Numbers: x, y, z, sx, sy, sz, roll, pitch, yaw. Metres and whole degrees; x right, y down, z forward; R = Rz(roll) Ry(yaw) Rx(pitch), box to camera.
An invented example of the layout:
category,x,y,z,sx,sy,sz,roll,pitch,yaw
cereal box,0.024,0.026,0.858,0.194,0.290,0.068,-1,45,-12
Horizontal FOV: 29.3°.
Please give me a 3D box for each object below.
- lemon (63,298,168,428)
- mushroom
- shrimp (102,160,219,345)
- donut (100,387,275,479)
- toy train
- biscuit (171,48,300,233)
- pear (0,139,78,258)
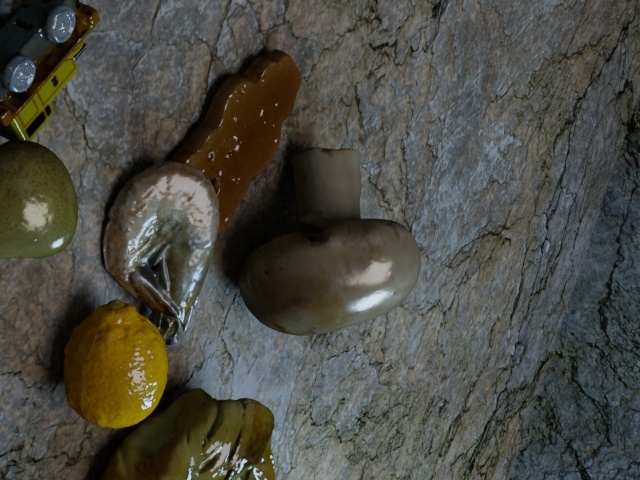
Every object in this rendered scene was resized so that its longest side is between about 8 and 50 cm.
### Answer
category,x,y,z,sx,sy,sz,roll,pitch,yaw
lemon,-0.275,0.165,1.642,0.142,0.142,0.187,-22,123,-53
mushroom,0.000,0.000,1.941,0.292,0.292,0.290,0,75,-59
shrimp,-0.232,0.036,1.706,0.168,0.077,0.317,1,115,-29
donut,-0.199,0.397,1.879,0.360,0.170,0.360,-40,141,-43
toy train,-0.332,-0.200,1.385,0.219,0.089,0.127,-56,158,-24
biscuit,-0.124,-0.151,1.801,0.295,0.044,0.186,-56,151,-21
pear,-0.354,-0.044,1.360,0.167,0.167,0.137,-9,92,-57
